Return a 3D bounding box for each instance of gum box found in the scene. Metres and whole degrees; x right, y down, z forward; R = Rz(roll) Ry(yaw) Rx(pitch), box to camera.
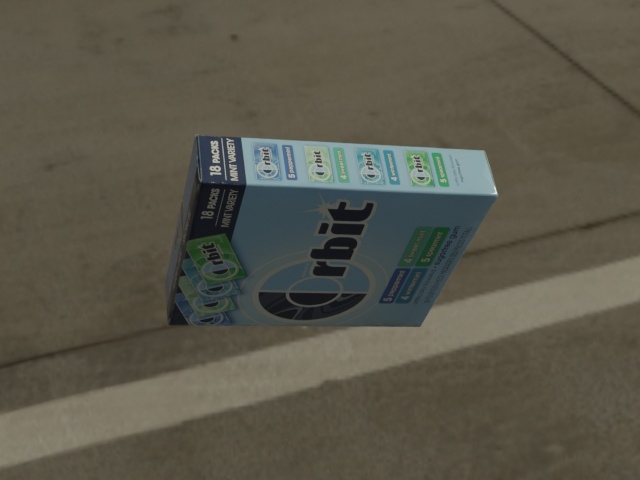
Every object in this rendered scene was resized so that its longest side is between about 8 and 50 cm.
[{"bbox_3d":[0.000,0.000,0.689,0.185,0.157,0.041,1,54,-15],"label":"gum box"}]

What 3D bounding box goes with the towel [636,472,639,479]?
[{"bbox_3d":[0.215,0.134,0.520,0.029,0.197,0.144,43,47,-2],"label":"towel"}]
